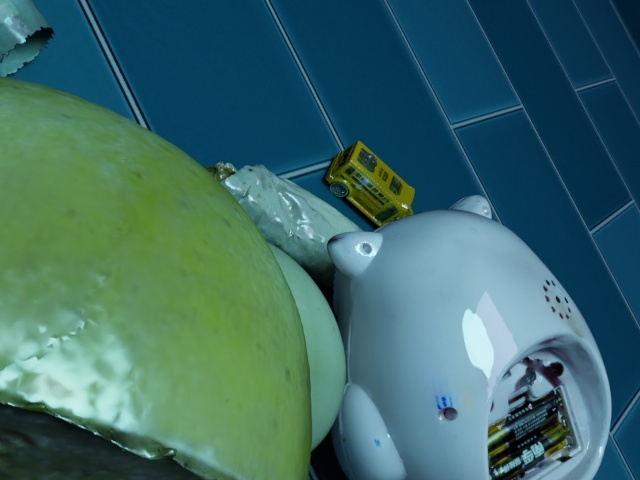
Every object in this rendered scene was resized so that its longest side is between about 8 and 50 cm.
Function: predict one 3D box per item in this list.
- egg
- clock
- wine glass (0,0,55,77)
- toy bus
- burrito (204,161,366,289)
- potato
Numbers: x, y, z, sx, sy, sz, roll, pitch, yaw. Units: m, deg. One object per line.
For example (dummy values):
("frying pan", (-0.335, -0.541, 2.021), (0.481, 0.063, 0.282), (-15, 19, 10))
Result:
("egg", (-0.073, 0.112, 0.702), (0.189, 0.188, 0.253), (7, 56, -39))
("clock", (0.174, 0.144, 0.805), (0.368, 0.250, 0.376), (-16, 91, -32))
("wine glass", (-0.387, -0.314, 0.599), (0.096, 0.264, 0.309), (-45, 102, -16))
("toy bus", (0.089, -0.075, 1.024), (0.162, 0.074, 0.069), (39, 46, -18))
("burrito", (0.000, 0.000, 0.909), (0.392, 0.076, 0.117), (33, 44, -28))
("potato", (-0.226, 0.063, 0.472), (0.442, 0.385, 0.319), (23, 45, -20))
